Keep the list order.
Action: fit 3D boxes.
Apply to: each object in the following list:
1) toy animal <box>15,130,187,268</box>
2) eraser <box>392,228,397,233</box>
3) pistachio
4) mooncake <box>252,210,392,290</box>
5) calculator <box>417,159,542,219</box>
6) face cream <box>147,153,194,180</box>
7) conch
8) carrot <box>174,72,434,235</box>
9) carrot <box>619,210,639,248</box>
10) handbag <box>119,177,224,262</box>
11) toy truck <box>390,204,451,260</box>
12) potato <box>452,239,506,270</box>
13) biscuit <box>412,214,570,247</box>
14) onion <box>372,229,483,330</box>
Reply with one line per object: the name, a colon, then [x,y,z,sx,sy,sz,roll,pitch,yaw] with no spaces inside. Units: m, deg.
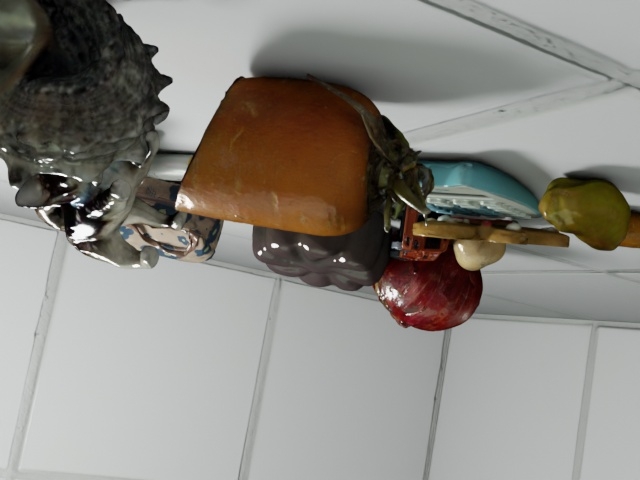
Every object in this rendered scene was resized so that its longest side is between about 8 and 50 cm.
toy animal: [-0.446,-0.094,1.645,0.302,0.194,0.344,14,146,12]
eraser: [0.100,-0.024,2.114,0.092,0.046,0.212,1,168,41]
pistachio: [0.416,-0.052,1.339,0.189,0.100,0.110,26,142,-35]
mooncake: [0.000,0.000,1.895,0.306,0.154,0.306,10,159,4]
calculator: [0.240,-0.081,1.497,0.256,0.054,0.386,5,172,32]
face cream: [-0.288,-0.145,1.703,0.182,0.051,0.072,5,167,30]
conch: [-0.295,-0.168,0.879,0.313,0.241,0.186,31,148,-33]
carrot: [-0.013,-0.110,1.098,0.331,0.214,0.193,13,-158,7]
carrot: [0.565,-0.016,1.506,0.225,0.067,0.067,8,172,-1]
handbag: [-0.341,-0.064,1.910,0.251,0.190,0.193,13,165,-4]
toy truck: [0.209,-0.017,1.801,0.114,0.107,0.253,9,174,3]
potato: [0.342,0.010,1.850,0.112,0.112,0.147,6,177,26]
biscuit: [0.313,-0.021,1.628,0.339,0.047,0.216,4,-179,-34]
onion: [0.246,0.095,2.053,0.276,0.276,0.276,10,172,1]
